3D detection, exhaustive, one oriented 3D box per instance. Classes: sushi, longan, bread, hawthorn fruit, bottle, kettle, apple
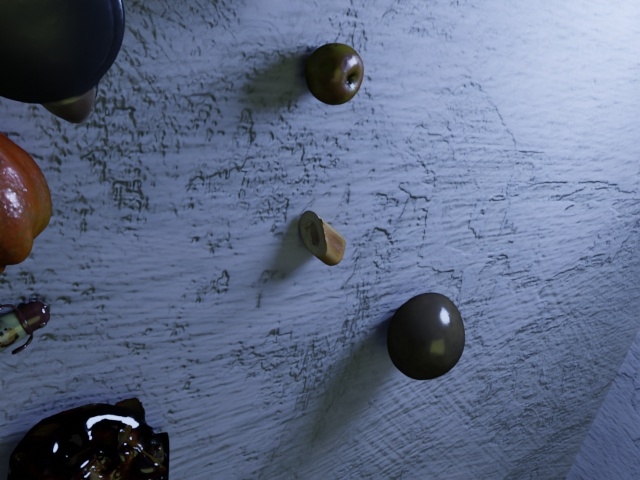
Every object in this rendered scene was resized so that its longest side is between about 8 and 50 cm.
[{"bbox_3d":[-0.344,0.357,0.941,0.226,0.215,0.213,4,111,-17],"label":"sushi"},{"bbox_3d":[0.228,0.195,1.298,0.204,0.159,0.185,-20,128,-49],"label":"longan"},{"bbox_3d":[-0.001,0.000,1.064,0.103,0.049,0.062,39,57,-44],"label":"bread"},{"bbox_3d":[-0.383,-0.044,0.657,0.189,0.189,0.189,-20,128,-28],"label":"hawthorn fruit"},{"bbox_3d":[-0.410,0.114,0.822,0.101,0.047,0.063,-30,141,-22],"label":"bottle"},{"bbox_3d":[-0.287,-0.248,0.536,0.165,0.255,0.240,-27,133,-18],"label":"kettle"},{"bbox_3d":[0.021,-0.245,0.911,0.089,0.074,0.090,-21,129,-29],"label":"apple"}]
